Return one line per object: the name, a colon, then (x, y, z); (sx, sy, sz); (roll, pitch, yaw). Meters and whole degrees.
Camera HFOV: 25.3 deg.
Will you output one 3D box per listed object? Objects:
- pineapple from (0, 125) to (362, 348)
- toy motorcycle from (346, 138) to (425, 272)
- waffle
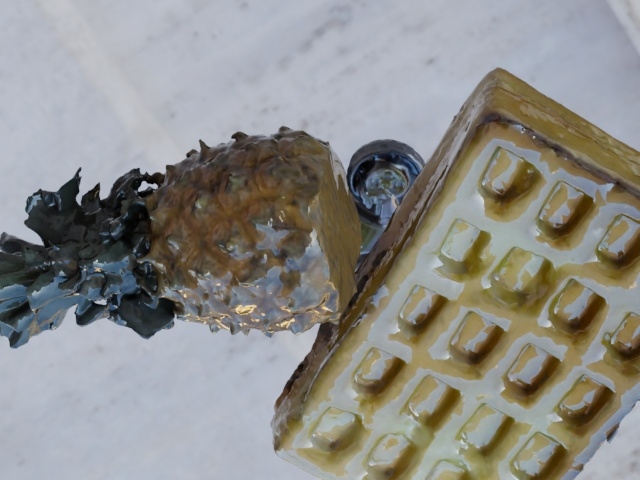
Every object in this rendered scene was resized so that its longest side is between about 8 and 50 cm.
pineapple: (-0.103, 0.008, 0.865); (0.248, 0.128, 0.128); (-9, -158, 17)
toy motorcycle: (0.000, 0.000, 1.192); (0.225, 0.152, 0.073); (-18, -144, 19)
waffle: (0.125, 0.066, 1.024); (0.327, 0.224, 0.098); (-59, -176, 25)
